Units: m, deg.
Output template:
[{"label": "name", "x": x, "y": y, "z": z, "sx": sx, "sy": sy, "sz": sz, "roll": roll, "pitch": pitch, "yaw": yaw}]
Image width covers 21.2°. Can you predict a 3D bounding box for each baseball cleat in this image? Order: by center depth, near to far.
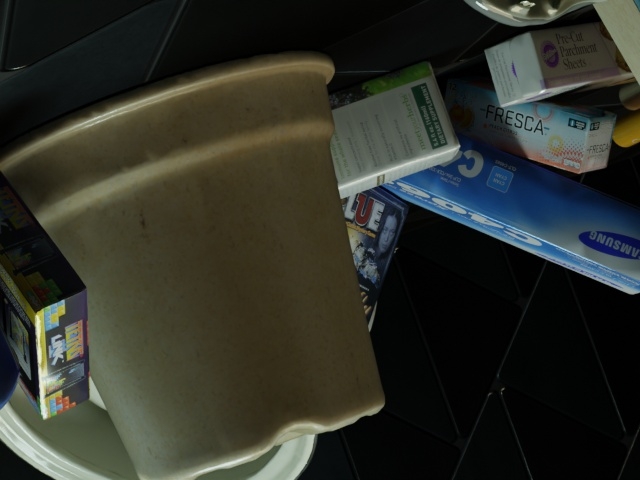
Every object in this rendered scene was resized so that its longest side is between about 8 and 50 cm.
[{"label": "baseball cleat", "x": 0.153, "y": -0.190, "z": 1.295, "sx": 0.206, "sy": 0.072, "sz": 0.109, "roll": -10, "pitch": 176, "yaw": -44}]

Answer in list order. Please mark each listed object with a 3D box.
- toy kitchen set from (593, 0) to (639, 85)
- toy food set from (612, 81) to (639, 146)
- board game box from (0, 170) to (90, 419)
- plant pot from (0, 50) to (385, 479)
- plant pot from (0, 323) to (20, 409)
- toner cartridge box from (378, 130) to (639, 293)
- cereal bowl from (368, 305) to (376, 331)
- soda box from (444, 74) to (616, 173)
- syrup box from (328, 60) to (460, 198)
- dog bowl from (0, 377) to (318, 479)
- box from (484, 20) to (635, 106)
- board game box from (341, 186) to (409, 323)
[{"label": "toy kitchen set", "x": 0.343, "y": -0.242, "z": 1.424, "sx": 0.166, "sy": 0.122, "sz": 0.207, "roll": -24, "pitch": -166, "yaw": 41}, {"label": "toy food set", "x": 0.488, "y": -0.201, "z": 2.257, "sx": 0.232, "sy": 0.111, "sz": 0.104, "roll": -13, "pitch": 173, "yaw": -34}, {"label": "board game box", "x": -0.244, "y": 0.035, "z": 1.361, "sx": 0.048, "sy": 0.170, "sz": 0.141, "roll": -24, "pitch": 145, "yaw": -26}, {"label": "plant pot", "x": -0.098, "y": 0.039, "z": 1.476, "sx": 0.334, "sy": 0.305, "sz": 0.334, "roll": -19, "pitch": 175, "yaw": -2}, {"label": "plant pot", "x": -0.380, "y": 0.083, "z": 1.362, "sx": 0.212, "sy": 0.236, "sz": 0.236, "roll": -25, "pitch": 178, "yaw": -23}, {"label": "toner cartridge box", "x": 0.204, "y": -0.044, "z": 1.859, "sx": 0.348, "sy": 0.075, "sz": 0.165, "roll": 23, "pitch": 177, "yaw": 3}, {"label": "cereal bowl", "x": -0.100, "y": 0.080, "z": 2.206, "sx": 0.339, "sy": 0.339, "sz": 0.141, "roll": -22, "pitch": 137, "yaw": 25}, {"label": "soda box", "x": 0.218, "y": -0.125, "z": 1.810, "sx": 0.183, "sy": 0.063, "sz": 0.058, "roll": 20, "pitch": -159, "yaw": 35}, {"label": "syrup box", "x": 0.011, "y": -0.091, "z": 1.702, "sx": 0.237, "sy": 0.093, "sz": 0.096, "roll": -19, "pitch": 176, "yaw": -1}, {"label": "dog bowl", "x": -0.191, "y": 0.135, "z": 1.955, "sx": 0.408, "sy": 0.408, "sz": 0.150, "roll": -22, "pitch": -144, "yaw": 31}, {"label": "box", "x": 0.300, "y": -0.197, "z": 1.817, "sx": 0.063, "sy": 0.067, "sz": 0.324, "roll": -18, "pitch": 177, "yaw": 43}, {"label": "board game box", "x": 0.000, "y": 0.000, "z": 1.857, "sx": 0.042, "sy": 0.165, "sz": 0.243, "roll": 16, "pitch": 173, "yaw": 34}]
